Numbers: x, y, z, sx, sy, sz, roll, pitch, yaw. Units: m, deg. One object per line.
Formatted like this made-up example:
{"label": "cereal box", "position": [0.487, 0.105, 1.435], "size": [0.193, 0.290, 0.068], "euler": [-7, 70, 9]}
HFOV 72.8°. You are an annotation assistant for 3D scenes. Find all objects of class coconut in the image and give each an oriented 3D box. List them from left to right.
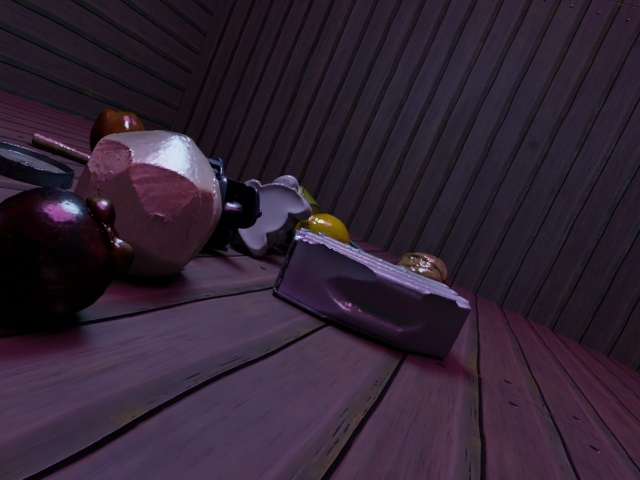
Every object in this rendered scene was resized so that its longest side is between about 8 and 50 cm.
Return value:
{"label": "coconut", "position": [-0.294, -0.074, 0.761], "size": [0.245, 0.247, 0.245], "euler": [25, 7, -3]}

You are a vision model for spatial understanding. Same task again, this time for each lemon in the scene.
{"label": "lemon", "position": [0.000, 0.000, 1.419], "size": [0.187, 0.187, 0.244], "euler": [29, -14, 35]}

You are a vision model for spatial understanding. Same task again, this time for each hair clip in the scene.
{"label": "hair clip", "position": [-0.291, -0.093, 1.103], "size": [0.194, 0.206, 0.310], "euler": [11, 19, -40]}

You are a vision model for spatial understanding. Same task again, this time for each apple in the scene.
{"label": "apple", "position": [-0.743, -0.371, 1.615], "size": [0.234, 0.234, 0.234], "euler": [23, 7, -3]}

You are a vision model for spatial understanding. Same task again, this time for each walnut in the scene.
{"label": "walnut", "position": [0.378, 0.137, 1.667], "size": [0.213, 0.213, 0.213], "euler": [23, 7, -3]}

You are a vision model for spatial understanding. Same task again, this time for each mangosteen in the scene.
{"label": "mangosteen", "position": [-0.294, 0.012, 0.498], "size": [0.152, 0.152, 0.152], "euler": [23, 7, -3]}

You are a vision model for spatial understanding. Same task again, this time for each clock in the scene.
{"label": "clock", "position": [-0.712, -0.186, 1.049], "size": [0.215, 0.042, 0.215], "euler": [24, 7, -3]}

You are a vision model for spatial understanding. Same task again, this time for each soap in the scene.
{"label": "soap", "position": [0.120, 0.122, 1.040], "size": [0.446, 0.156, 0.261], "euler": [23, 8, -7]}

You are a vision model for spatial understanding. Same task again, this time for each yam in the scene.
{"label": "yam", "position": [-0.786, -0.275, 1.466], "size": [0.326, 0.045, 0.045], "euler": [21, -24, -30]}

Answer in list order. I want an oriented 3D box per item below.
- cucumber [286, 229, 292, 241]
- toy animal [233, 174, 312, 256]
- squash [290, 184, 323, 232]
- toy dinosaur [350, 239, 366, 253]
{"label": "cucumber", "position": [-0.103, -0.044, 1.705], "size": [0.244, 0.134, 0.134], "euler": [25, 5, -38]}
{"label": "toy animal", "position": [-0.171, -0.077, 1.332], "size": [0.206, 0.271, 0.265], "euler": [49, -8, -3]}
{"label": "squash", "position": [-0.035, -0.066, 1.538], "size": [0.203, 0.111, 0.289], "euler": [19, -28, 53]}
{"label": "toy dinosaur", "position": [0.193, 0.107, 1.692], "size": [0.331, 0.129, 0.383], "euler": [32, 7, -9]}
